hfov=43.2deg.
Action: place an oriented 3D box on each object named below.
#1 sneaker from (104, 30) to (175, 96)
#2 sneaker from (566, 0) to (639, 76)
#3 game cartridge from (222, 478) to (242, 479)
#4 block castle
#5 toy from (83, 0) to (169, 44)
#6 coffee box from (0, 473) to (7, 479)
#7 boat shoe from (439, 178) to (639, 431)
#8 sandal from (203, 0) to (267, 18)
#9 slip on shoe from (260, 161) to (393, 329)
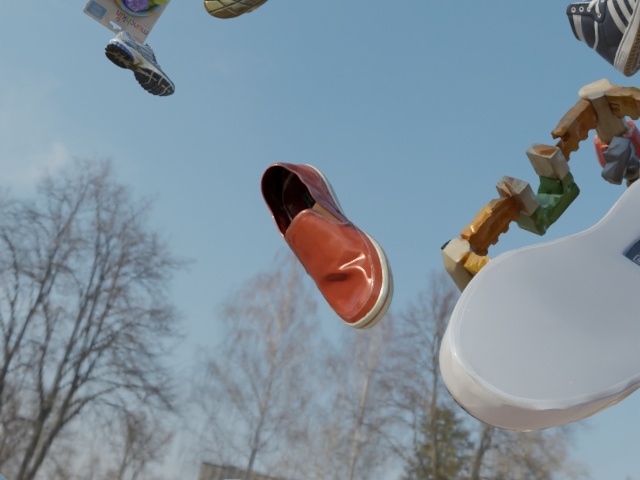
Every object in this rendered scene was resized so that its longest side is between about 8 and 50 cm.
[{"bbox_3d":[-0.289,-0.296,1.341,0.052,0.058,0.135,-18,-46,38],"label":"sneaker"},{"bbox_3d":[0.525,-0.433,1.400,0.153,0.099,0.282,46,-28,30],"label":"sneaker"},{"bbox_3d":[-0.228,0.464,1.073,0.355,0.230,0.068,-24,-26,32],"label":"game cartridge"},{"bbox_3d":[0.440,-0.022,1.253,0.303,0.453,0.213,25,-23,53],"label":"block castle"},{"bbox_3d":[-0.307,-0.476,1.471,0.056,0.237,0.137,34,3,43],"label":"toy"},{"bbox_3d":[-0.599,0.578,1.205,0.334,0.338,0.337,-35,-70,7],"label":"coffee box"},{"bbox_3d":[0.151,0.044,0.447,0.095,0.258,0.084,44,-44,27],"label":"boat shoe"},{"bbox_3d":[-0.146,-0.490,1.624,0.180,0.072,0.049,-28,-8,-11],"label":"sandal"},{"bbox_3d":[0.000,0.000,1.184,0.101,0.331,0.123,15,-57,-42],"label":"slip on shoe"}]
